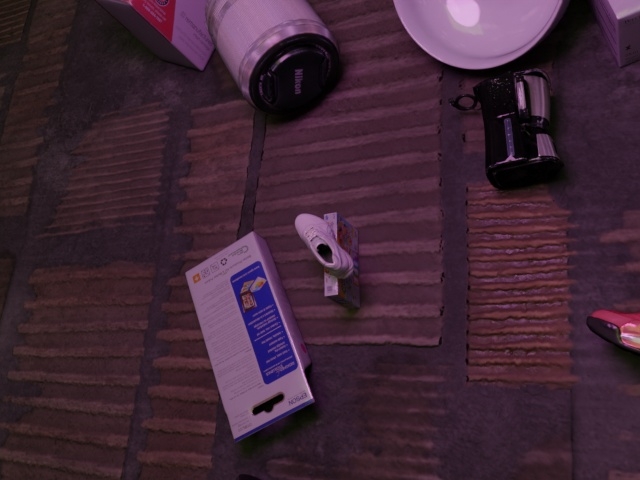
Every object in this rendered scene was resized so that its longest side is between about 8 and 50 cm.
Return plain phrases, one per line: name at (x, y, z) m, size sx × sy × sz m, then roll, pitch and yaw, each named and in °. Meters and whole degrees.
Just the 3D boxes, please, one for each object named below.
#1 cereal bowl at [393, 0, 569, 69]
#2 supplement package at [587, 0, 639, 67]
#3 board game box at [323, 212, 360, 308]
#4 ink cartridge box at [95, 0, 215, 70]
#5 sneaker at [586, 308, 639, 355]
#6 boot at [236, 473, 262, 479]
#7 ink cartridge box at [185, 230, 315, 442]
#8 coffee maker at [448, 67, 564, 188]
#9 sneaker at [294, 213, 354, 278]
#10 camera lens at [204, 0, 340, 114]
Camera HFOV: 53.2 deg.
cereal bowl at (0.301, -0.490, 1.151) m, size 0.339 × 0.141 × 0.339 m, roll 21°, pitch 126°, yaw 31°
supplement package at (0.583, -0.451, 1.046) m, size 0.261 × 0.145 × 0.204 m, roll -21°, pitch 63°, yaw 19°
board game box at (0.040, 0.039, 1.166) m, size 0.026 × 0.103 × 0.154 m, roll -10°, pitch 68°, yaw 24°
ink cartridge box at (-0.317, -0.645, 1.497) m, size 0.160 × 0.279 × 0.385 m, roll 23°, pitch 83°, yaw 31°
sneaker at (0.536, 0.108, 0.874) m, size 0.313 × 0.116 × 0.136 m, roll 7°, pitch 82°, yaw 25°
boot at (-0.138, 0.583, 1.087) m, size 0.280 × 0.096 × 0.264 m, roll -49°, pitch 65°, yaw 12°
ink cartridge box at (-0.134, 0.178, 1.227) m, size 0.175 × 0.069 × 0.371 m, roll -30°, pitch 58°, yaw 13°
coffee maker at (0.324, -0.184, 1.111) m, size 0.171 × 0.120 × 0.178 m, roll -20°, pitch 60°, yaw 45°
sneaker at (0.000, 0.000, 1.104) m, size 0.054 × 0.061 × 0.152 m, roll -46°, pitch 57°, yaw 7°
camera lens at (-0.103, -0.418, 1.339) m, size 0.219 × 0.219 × 0.274 m, roll -36°, pitch 59°, yaw 11°
